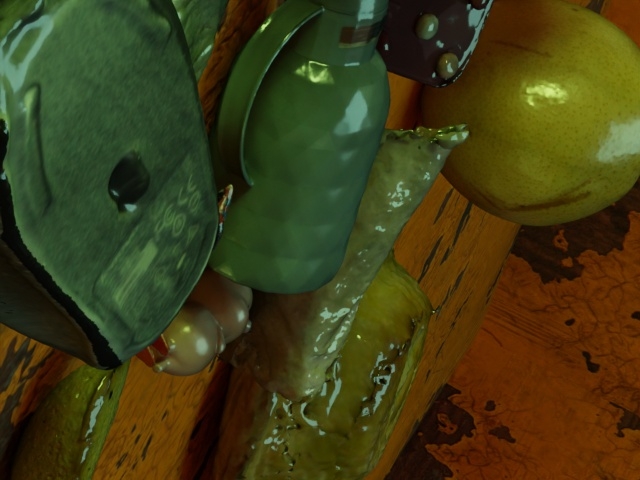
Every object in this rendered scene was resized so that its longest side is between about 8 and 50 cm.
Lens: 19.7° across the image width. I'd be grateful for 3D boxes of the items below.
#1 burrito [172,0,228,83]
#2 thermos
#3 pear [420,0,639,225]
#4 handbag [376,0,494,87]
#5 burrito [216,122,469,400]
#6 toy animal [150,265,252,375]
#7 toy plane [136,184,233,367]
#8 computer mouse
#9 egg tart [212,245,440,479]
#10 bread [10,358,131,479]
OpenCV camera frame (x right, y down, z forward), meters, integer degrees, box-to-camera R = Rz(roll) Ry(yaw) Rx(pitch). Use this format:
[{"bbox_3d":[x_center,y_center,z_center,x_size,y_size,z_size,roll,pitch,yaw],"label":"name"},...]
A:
[{"bbox_3d":[-0.129,-0.082,1.289,0.096,0.066,0.309,-30,142,-66],"label":"burrito"},{"bbox_3d":[-0.027,-0.099,1.545,0.182,0.145,0.287,-29,144,-47],"label":"thermos"},{"bbox_3d":[0.286,-0.164,2.402,0.314,0.314,0.314,-59,168,-21],"label":"pear"},{"bbox_3d":[0.105,-0.260,1.805,0.216,0.074,0.203,10,108,-59],"label":"handbag"},{"bbox_3d":[-0.009,-0.008,1.752,0.107,0.175,0.348,-24,146,-59],"label":"burrito"},{"bbox_3d":[-0.112,0.072,1.702,0.089,0.083,0.150,59,37,-21],"label":"toy animal"},{"bbox_3d":[-0.128,0.023,1.528,0.189,0.061,0.130,-63,169,23],"label":"toy plane"},{"bbox_3d":[-0.159,-0.053,1.101,0.203,0.114,0.374,-56,159,-23],"label":"computer mouse"},{"bbox_3d":[0.018,0.158,2.208,0.443,0.178,0.443,-61,168,-22],"label":"egg tart"},{"bbox_3d":[-0.205,0.158,1.518,0.149,0.065,0.188,-63,174,-67],"label":"bread"}]
